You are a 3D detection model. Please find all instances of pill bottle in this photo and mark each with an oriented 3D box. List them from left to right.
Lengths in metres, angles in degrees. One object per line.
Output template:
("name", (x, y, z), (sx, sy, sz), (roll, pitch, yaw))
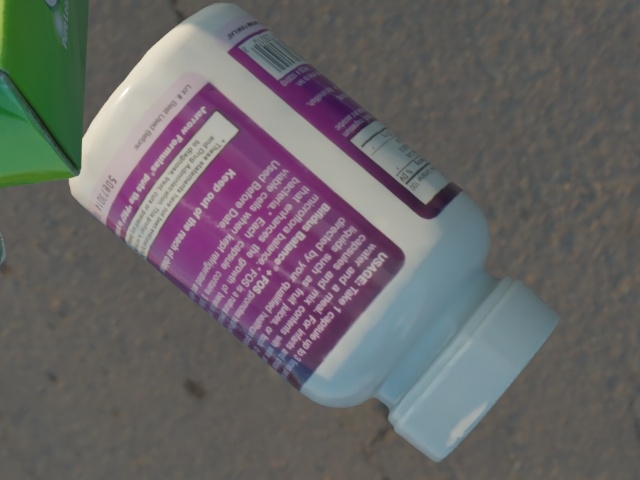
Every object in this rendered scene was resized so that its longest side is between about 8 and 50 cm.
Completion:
("pill bottle", (0.000, 0.000, 1.123), (0.301, 0.169, 0.169), (41, 142, 5))

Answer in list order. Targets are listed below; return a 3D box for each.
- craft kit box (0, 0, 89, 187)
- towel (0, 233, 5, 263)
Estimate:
("craft kit box", (-0.183, -0.118, 0.478), (0.247, 0.249, 0.061), (-8, 151, 14))
("towel", (-0.249, -0.046, 1.025), (0.113, 0.023, 0.152), (59, -167, 24))
